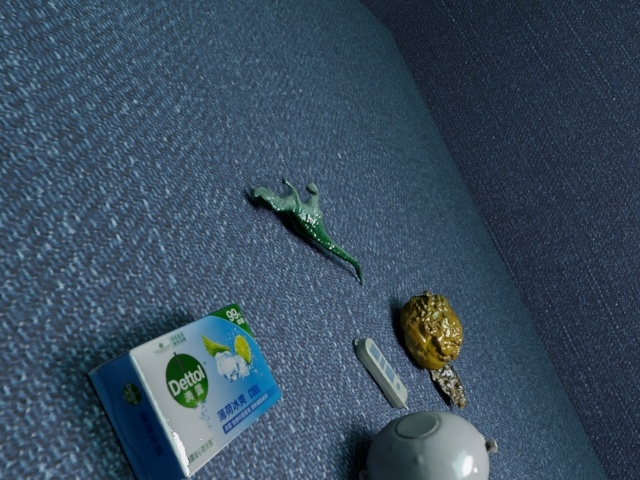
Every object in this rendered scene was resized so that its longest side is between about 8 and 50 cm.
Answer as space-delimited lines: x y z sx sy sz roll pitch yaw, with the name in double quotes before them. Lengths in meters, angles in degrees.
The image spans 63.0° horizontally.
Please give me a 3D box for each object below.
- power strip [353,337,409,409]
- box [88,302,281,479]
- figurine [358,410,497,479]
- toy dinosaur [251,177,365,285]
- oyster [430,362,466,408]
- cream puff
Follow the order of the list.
"power strip" 0.128 0.272 1.057 0.191 0.030 0.047 55 27 -12
"box" -0.145 0.169 0.606 0.139 0.073 0.194 64 26 3
"figurine" 0.200 0.483 0.820 0.274 0.226 0.395 -39 114 -77
"toy dinosaur" 0.000 -0.040 1.087 0.383 0.076 0.130 32 45 -40
"oyster" 0.323 0.349 1.315 0.148 0.051 0.103 63 26 3
"cream puff" 0.273 0.211 1.265 0.189 0.129 0.189 41 32 -33
